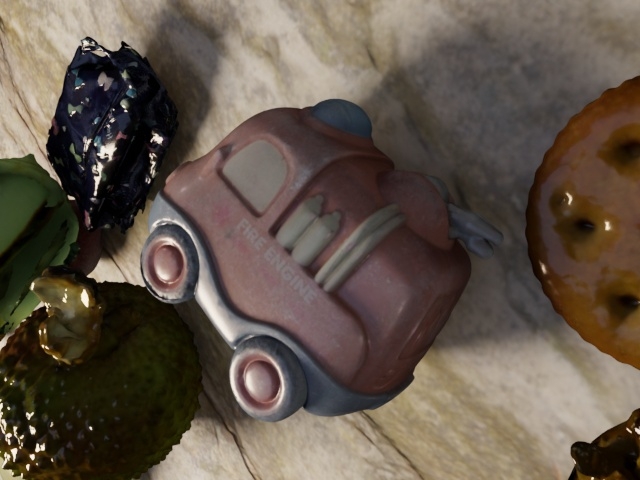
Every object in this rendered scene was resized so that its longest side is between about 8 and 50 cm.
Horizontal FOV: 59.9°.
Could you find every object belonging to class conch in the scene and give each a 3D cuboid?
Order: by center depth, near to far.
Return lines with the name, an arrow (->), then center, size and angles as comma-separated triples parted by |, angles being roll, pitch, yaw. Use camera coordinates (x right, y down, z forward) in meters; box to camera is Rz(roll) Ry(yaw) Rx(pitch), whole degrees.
conch -> -0.404, 0.010, 0.732 | 0.137, 0.143, 0.251 | -10, 79, 51

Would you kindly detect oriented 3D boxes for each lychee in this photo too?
lychee -> -0.284, 0.183, 0.720 | 0.320, 0.270, 0.270 | -40, 76, 40

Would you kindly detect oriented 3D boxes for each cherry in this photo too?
cherry -> -0.383, 0.014, 0.828 | 0.148, 0.188, 0.115 | -38, 110, 1

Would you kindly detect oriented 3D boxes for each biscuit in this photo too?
biscuit -> 0.254, -0.014, 0.381 | 0.220, 0.066, 0.220 | 9, 106, 35

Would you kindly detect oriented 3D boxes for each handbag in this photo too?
handbag -> -0.277, -0.130, 0.738 | 0.162, 0.113, 0.260 | 54, 128, 22

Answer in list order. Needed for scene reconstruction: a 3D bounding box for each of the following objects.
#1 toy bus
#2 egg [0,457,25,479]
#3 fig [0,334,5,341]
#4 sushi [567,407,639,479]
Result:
toy bus -> 0.000, 0.000, 0.513 | 0.294, 0.197, 0.232 | 47, 115, 20
egg -> -0.427, 0.333, 0.916 | 0.186, 0.186, 0.253 | 0, 100, 38
fig -> -0.783, 0.150, 1.063 | 0.217, 0.321, 0.217 | 6, 102, 32
sushi -> 0.253, 0.247, 0.377 | 0.200, 0.213, 0.204 | 9, 122, 13
